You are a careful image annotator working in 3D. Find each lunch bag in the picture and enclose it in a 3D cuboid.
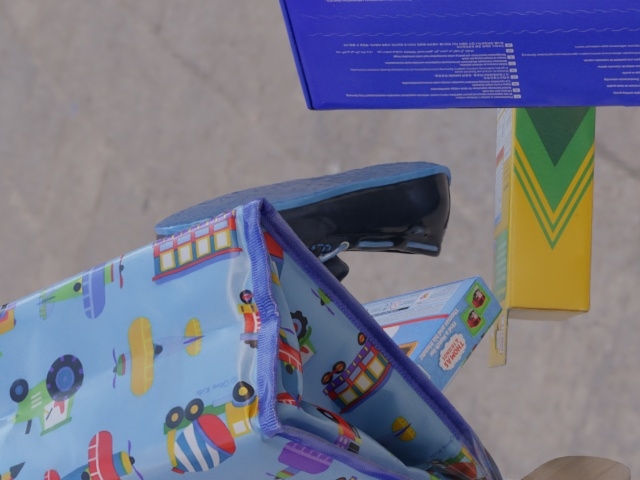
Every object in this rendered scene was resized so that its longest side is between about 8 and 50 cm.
[{"bbox_3d":[-0.044,0.127,1.072,0.221,0.293,0.138,-22,55,24],"label":"lunch bag"}]

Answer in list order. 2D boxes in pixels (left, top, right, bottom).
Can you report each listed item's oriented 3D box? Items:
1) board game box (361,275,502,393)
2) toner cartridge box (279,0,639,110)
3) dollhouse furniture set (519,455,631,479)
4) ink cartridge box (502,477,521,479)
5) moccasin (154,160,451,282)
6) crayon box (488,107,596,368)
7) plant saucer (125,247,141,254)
[{"bbox_3d":[0.018,0.116,1.349,0.160,0.039,0.211,-16,26,48],"label":"board game box"},{"bbox_3d":[0.148,-0.177,1.336,0.165,0.348,0.075,75,-157,-44],"label":"toner cartridge box"},{"bbox_3d":[0.077,0.324,1.507,0.394,0.256,0.362,7,106,32],"label":"dollhouse furniture set"},{"bbox_3d":[0.151,0.302,1.998,0.153,0.208,0.086,3,90,26],"label":"ink cartridge box"},{"bbox_3d":[0.000,0.000,1.879,0.138,0.342,0.116,12,110,59],"label":"moccasin"},{"bbox_3d":[0.216,-0.035,1.846,0.203,0.083,0.322,77,-164,-86],"label":"crayon box"},{"bbox_3d":[-0.119,0.034,1.489,0.119,0.119,0.021,-41,39,51],"label":"plant saucer"}]
